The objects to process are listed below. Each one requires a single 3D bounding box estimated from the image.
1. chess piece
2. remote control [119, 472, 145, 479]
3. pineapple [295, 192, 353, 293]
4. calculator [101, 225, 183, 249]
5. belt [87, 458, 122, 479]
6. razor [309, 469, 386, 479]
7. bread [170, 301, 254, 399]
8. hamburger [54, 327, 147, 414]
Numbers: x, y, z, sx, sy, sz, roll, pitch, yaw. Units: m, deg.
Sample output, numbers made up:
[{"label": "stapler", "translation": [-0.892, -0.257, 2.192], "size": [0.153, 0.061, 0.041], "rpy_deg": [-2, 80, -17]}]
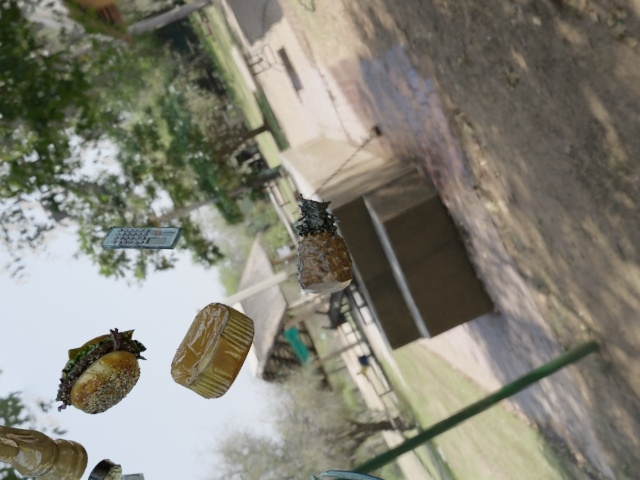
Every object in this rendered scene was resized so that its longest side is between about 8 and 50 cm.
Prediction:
[{"label": "chess piece", "translation": [-0.704, 0.502, 1.803], "size": [0.301, 0.137, 0.137], "rpy_deg": [47, -167, -50]}, {"label": "remote control", "translation": [-0.465, 0.601, 1.869], "size": [0.162, 0.061, 0.029], "rpy_deg": [152, 117, -73]}, {"label": "pineapple", "translation": [0.000, 0.000, 2.037], "size": [0.158, 0.158, 0.278], "rpy_deg": [70, -169, -69]}, {"label": "calculator", "translation": [-0.351, -0.006, 1.485], "size": [0.018, 0.172, 0.057], "rpy_deg": [64, -144, -47]}, {"label": "belt", "translation": [-0.668, 0.731, 2.341], "size": [0.058, 0.105, 0.140], "rpy_deg": [23, 161, 15]}, {"label": "razor", "translation": [0.075, 0.554, 1.752], "size": [0.068, 0.191, 0.037], "rpy_deg": [61, -148, -61]}, {"label": "bread", "translation": [-0.324, 0.347, 2.356], "size": [0.156, 0.288, 0.204], "rpy_deg": [35, 160, -37]}, {"label": "hamburger", "translation": [-0.393, 0.244, 1.380], "size": [0.093, 0.189, 0.164], "rpy_deg": [40, 138, 21]}]
